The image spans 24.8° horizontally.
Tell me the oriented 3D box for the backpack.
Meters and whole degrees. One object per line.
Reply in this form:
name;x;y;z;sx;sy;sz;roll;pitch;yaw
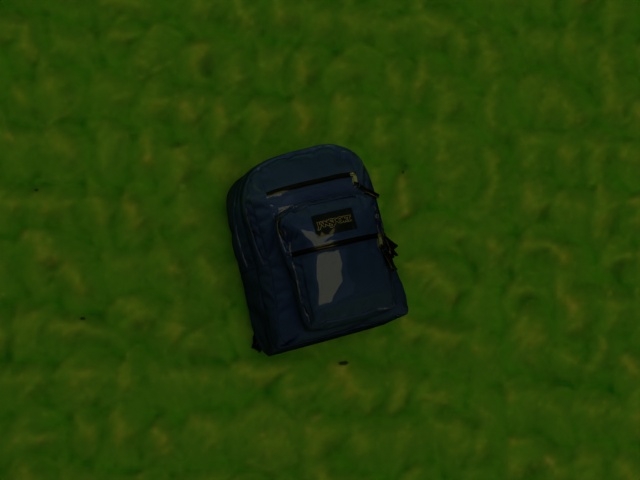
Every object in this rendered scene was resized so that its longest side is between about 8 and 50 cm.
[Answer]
backpack;0.000;0.000;0.908;0.098;0.101;0.120;-13;83;-21
